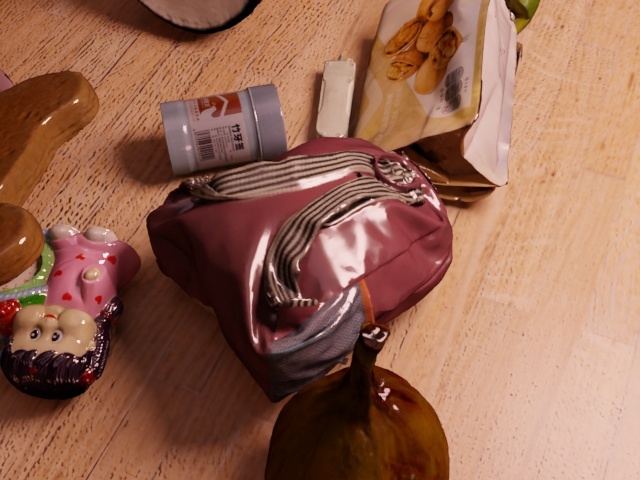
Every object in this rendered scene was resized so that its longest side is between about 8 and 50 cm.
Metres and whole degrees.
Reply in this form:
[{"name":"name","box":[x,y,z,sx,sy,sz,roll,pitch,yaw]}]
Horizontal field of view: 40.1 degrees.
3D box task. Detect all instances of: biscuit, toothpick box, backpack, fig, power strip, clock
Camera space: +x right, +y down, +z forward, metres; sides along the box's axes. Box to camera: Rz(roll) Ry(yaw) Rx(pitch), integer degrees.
[{"name":"biscuit","box":[-0.465,-0.045,1.062,0.368,0.076,0.394,-10,43,13]},{"name":"toothpick box","box":[-0.128,-0.147,1.163,0.153,0.101,0.101,-11,54,-7]},{"name":"backpack","box":[0.000,0.000,0.991,0.317,0.197,0.283,-29,55,-22]},{"name":"fig","box":[0.060,0.183,0.818,0.191,0.290,0.190,17,42,-16]},{"name":"power strip","box":[0.022,-0.200,1.244,0.048,0.030,0.191,4,53,5]},{"name":"clock","box":[-0.319,0.083,0.999,0.194,0.100,0.195,2,51,7]}]

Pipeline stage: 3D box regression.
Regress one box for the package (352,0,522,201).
[{"name":"package","box":[0.178,-0.200,1.189,0.221,0.165,0.311,-20,45,40]}]

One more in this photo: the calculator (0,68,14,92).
[{"name":"calculator","box":[-0.508,-0.223,1.273,0.166,0.024,0.103,37,62,24]}]

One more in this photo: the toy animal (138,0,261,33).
[{"name":"toy animal","box":[-0.146,-0.482,1.337,0.251,0.251,0.310,18,48,14]}]

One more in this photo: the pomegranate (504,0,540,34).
[{"name":"pomegranate","box":[0.255,-0.380,1.291,0.143,0.169,0.122,32,64,34]}]
